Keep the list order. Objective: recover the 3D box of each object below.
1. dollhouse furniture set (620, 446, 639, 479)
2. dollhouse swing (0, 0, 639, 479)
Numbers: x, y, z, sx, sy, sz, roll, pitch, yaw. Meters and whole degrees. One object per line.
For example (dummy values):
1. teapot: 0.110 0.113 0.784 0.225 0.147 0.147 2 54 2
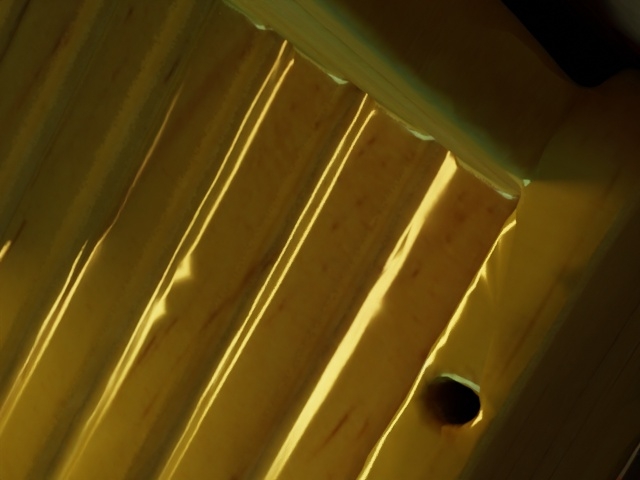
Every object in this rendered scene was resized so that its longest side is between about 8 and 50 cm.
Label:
1. dollhouse furniture set: 0.189 0.179 0.985 0.152 0.201 0.374 39 173 -12
2. dollhouse swing: -0.106 -0.024 0.525 0.347 0.315 0.305 38 -162 27
